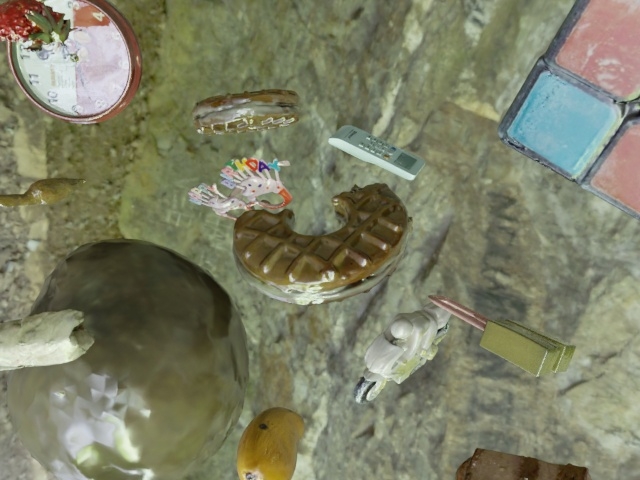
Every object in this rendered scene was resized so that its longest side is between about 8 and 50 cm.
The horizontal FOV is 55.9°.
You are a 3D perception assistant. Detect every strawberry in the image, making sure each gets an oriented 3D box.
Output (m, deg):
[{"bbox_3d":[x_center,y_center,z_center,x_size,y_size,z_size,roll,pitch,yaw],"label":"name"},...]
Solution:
[{"bbox_3d":[-0.595,-0.420,1.153,0.167,0.208,0.086,-64,160,-62],"label":"strawberry"}]

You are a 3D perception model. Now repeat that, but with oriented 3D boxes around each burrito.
[{"bbox_3d":[-0.267,0.090,0.524,0.055,0.149,0.041,65,19,-47],"label":"burrito"}]

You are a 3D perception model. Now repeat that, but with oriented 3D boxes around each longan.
[{"bbox_3d":[-0.325,0.220,1.071,0.435,0.405,0.403,-102,-154,-46],"label":"longan"}]

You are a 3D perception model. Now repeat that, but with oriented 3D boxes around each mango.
[{"bbox_3d":[-0.132,0.550,1.599,0.120,0.177,0.295,-34,-174,19],"label":"mango"}]

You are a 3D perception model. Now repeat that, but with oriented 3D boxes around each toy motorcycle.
[{"bbox_3d":[0.210,0.252,1.473,0.341,0.108,0.222,-30,141,-31],"label":"toy motorcycle"}]

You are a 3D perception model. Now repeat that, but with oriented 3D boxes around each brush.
[{"bbox_3d":[0.264,0.136,0.943,0.234,0.103,0.047,25,-79,42],"label":"brush"}]

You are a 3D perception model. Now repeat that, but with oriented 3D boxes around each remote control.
[{"bbox_3d":[0.095,-0.149,1.028,0.061,0.162,0.029,-49,163,-45],"label":"remote control"}]

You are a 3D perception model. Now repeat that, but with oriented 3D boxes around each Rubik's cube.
[{"bbox_3d":[0.535,-0.263,0.982,0.316,0.318,0.313,-40,159,-43],"label":"Rubik's cube"}]

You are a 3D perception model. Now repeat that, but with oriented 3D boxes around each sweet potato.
[{"bbox_3d":[-0.802,-0.133,1.716,0.270,0.075,0.074,-23,145,-43],"label":"sweet potato"}]

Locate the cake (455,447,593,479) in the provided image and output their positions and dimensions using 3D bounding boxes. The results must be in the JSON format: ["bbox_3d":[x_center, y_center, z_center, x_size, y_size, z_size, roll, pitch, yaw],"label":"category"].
[{"bbox_3d":[0.369,0.529,1.148,0.293,0.196,0.198,1,-135,40],"label":"cake"}]

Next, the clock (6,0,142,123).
[{"bbox_3d":[-0.587,-0.438,1.445,0.080,0.319,0.318,-89,-164,-66],"label":"clock"}]

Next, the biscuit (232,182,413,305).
[{"bbox_3d":[0.014,0.008,1.188,0.268,0.367,0.115,-114,-169,-49],"label":"biscuit"}]

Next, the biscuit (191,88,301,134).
[{"bbox_3d":[-0.215,-0.375,1.773,0.332,0.332,0.103,-129,-148,-81],"label":"biscuit"}]

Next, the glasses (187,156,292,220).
[{"bbox_3d":[-0.163,-0.123,1.264,0.256,0.162,0.095,-24,-124,37],"label":"glasses"}]
